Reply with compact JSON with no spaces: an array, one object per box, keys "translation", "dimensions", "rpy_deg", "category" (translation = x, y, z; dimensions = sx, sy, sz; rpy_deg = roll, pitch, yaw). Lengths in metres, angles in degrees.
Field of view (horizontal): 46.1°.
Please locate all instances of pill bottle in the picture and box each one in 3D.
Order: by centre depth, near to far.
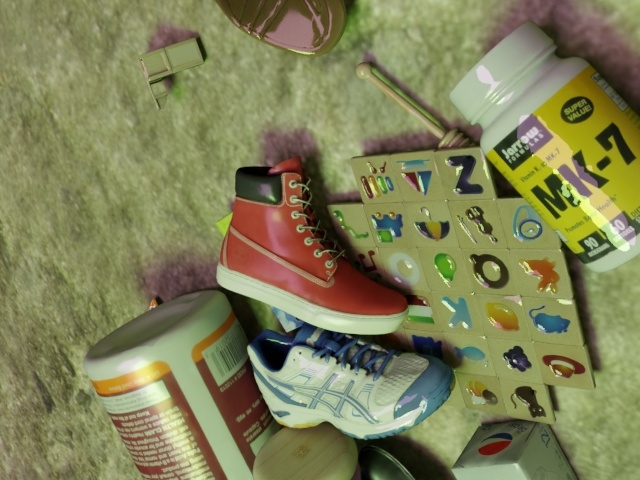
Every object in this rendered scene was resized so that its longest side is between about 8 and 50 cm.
[{"translation":[0.219,-0.084,0.668],"dimensions":[0.208,0.119,0.119],"rpy_deg":[48,134,5],"category":"pill bottle"},{"translation":[-0.160,0.291,1.105],"dimensions":[0.224,0.224,0.392],"rpy_deg":[-14,105,42],"category":"pill bottle"}]

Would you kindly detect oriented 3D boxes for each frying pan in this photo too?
[{"translation":[0.140,0.401,0.988],"dimensions":[0.326,0.053,0.197],"rpy_deg":[34,140,48],"category":"frying pan"}]

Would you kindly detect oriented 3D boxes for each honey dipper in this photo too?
[{"translation":[0.100,-0.136,0.792],"dimensions":[0.160,0.030,0.030],"rpy_deg":[43,133,11],"category":"honey dipper"}]

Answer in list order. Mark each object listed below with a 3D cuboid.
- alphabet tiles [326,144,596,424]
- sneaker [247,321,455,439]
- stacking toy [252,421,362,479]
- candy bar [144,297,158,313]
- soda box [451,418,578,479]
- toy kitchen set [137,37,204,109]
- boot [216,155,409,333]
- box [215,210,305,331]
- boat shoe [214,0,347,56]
[{"translation":[0.151,0.057,0.853],"dimensions":[0.285,0.011,0.343],"rpy_deg":[0,118,42],"category":"alphabet tiles"},{"translation":[0.021,0.164,0.938],"dimensions":[0.296,0.112,0.131],"rpy_deg":[-12,113,38],"category":"sneaker"},{"translation":[0.022,0.409,1.035],"dimensions":[0.141,0.141,0.330],"rpy_deg":[4,125,36],"category":"stacking toy"},{"translation":[-0.296,0.149,1.270],"dimensions":[0.040,0.018,0.161],"rpy_deg":[48,133,5],"category":"candy bar"},{"translation":[0.275,0.357,0.896],"dimensions":[0.098,0.091,0.286],"rpy_deg":[-22,100,43],"category":"soda box"},{"translation":[-0.187,-0.213,0.971],"dimensions":[0.083,0.075,0.068],"rpy_deg":[-145,35,-75],"category":"toy kitchen set"},{"translation":[0.000,0.000,0.885],"dimensions":[0.244,0.088,0.176],"rpy_deg":[18,109,15],"category":"boot"},{"translation":[-0.052,0.026,0.993],"dimensions":[0.109,0.042,0.178],"rpy_deg":[-29,97,45],"category":"box"},{"translation":[-0.084,-0.295,0.818],"dimensions":[0.285,0.089,0.105],"rpy_deg":[38,106,11],"category":"boat shoe"}]
